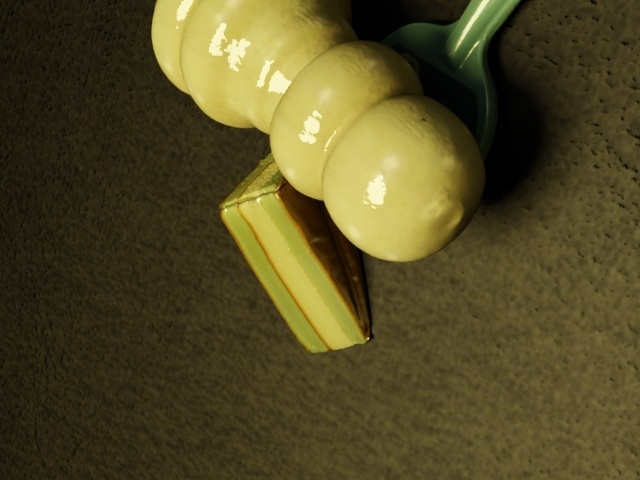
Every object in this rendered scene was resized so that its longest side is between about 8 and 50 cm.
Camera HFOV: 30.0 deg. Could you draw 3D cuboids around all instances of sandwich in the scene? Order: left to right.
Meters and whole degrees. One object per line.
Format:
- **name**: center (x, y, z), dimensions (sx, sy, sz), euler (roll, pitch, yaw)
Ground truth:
- **sandwich**: center (0.000, 0.000, 1.047), dimensions (0.079, 0.113, 0.163), euler (-16, 114, 38)

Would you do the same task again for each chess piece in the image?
- **chess piece**: center (0.005, -0.103, 0.926), dimensions (0.299, 0.167, 0.167), euler (50, 120, 32)

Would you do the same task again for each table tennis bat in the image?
- **table tennis bat**: center (0.099, -0.131, 0.952), dimensions (0.149, 0.038, 0.237), euler (53, 123, 31)
